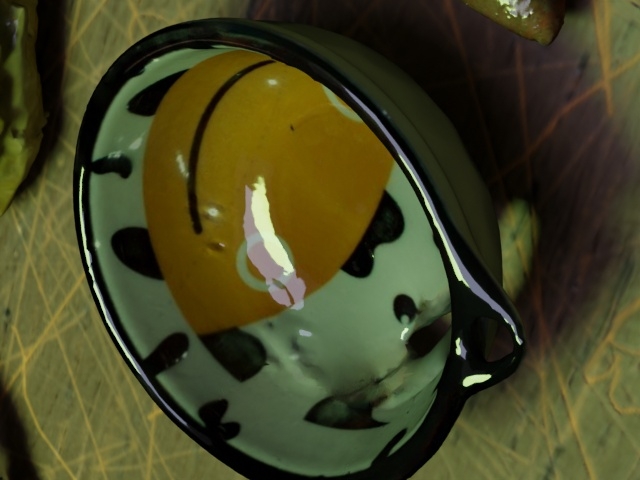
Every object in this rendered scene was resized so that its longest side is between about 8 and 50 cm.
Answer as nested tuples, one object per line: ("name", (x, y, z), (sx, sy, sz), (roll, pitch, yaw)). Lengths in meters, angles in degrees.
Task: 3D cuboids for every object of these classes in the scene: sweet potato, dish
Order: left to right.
("dish", (0.000, 0.000, 0.873), (0.303, 0.120, 0.303), (18, 121, 33))
("sweet potato", (0.041, -0.171, 0.803), (0.214, 0.050, 0.050), (37, 130, 18))

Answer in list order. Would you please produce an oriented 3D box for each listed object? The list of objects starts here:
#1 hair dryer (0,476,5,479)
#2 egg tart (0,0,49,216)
("hair dryer", (-0.350, 0.111, 1.210), (0.361, 0.121, 0.301), (49, 166, -11))
("egg tart", (-0.351, -0.165, 1.067), (0.387, 0.169, 0.388), (23, 127, 35))
